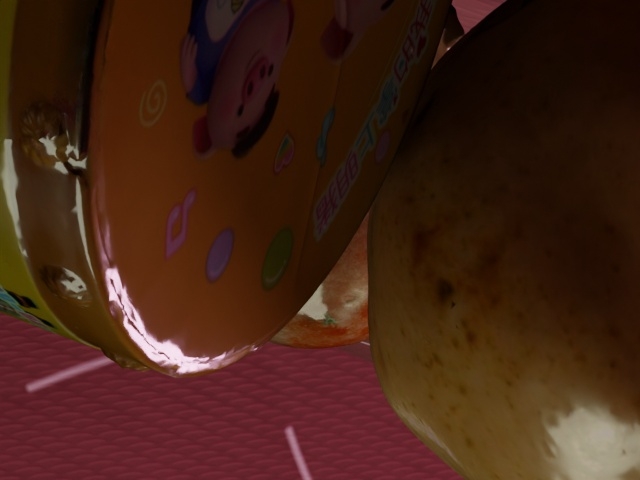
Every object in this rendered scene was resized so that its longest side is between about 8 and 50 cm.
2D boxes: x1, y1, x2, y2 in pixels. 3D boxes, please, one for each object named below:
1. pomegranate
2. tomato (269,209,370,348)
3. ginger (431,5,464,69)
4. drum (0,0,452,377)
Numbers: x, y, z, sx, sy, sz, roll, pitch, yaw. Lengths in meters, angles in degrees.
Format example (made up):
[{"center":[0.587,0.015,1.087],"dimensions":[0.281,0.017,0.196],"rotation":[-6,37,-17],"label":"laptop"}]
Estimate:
[{"center":[0.225,0.019,1.076],"dimensions":[0.411,0.412,0.411],"rotation":[21,169,4],"label":"pomegranate"},{"center":[0.000,0.000,1.828],"dimensions":[0.270,0.223,0.270],"rotation":[-8,139,-7],"label":"tomato"},{"center":[-0.093,-0.192,1.261],"dimensions":[0.413,0.211,0.358],"rotation":[20,167,10],"label":"ginger"},{"center":[-0.091,-0.156,0.869],"dimensions":[0.214,0.431,0.431],"rotation":[20,169,20],"label":"drum"}]
